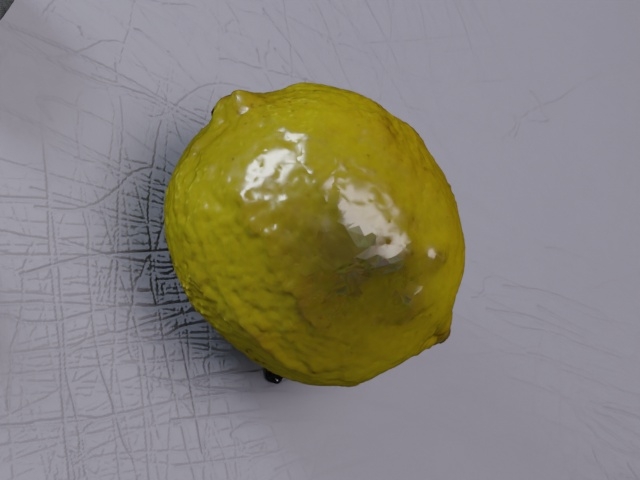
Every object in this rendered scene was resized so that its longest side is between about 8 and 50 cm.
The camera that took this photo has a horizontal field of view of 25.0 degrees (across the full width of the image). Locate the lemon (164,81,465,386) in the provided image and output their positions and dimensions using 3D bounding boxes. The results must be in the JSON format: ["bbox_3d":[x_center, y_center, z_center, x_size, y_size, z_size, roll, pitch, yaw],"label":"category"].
[{"bbox_3d":[0.000,0.000,1.335,0.322,0.268,0.268,49,49,-12],"label":"lemon"}]

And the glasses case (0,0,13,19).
[{"bbox_3d":[-0.385,-0.295,1.178,0.323,0.074,0.131,43,54,-27],"label":"glasses case"}]

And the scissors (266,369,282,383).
[{"bbox_3d":[-0.022,0.046,1.474,0.088,0.017,0.220,34,58,-33],"label":"scissors"}]
